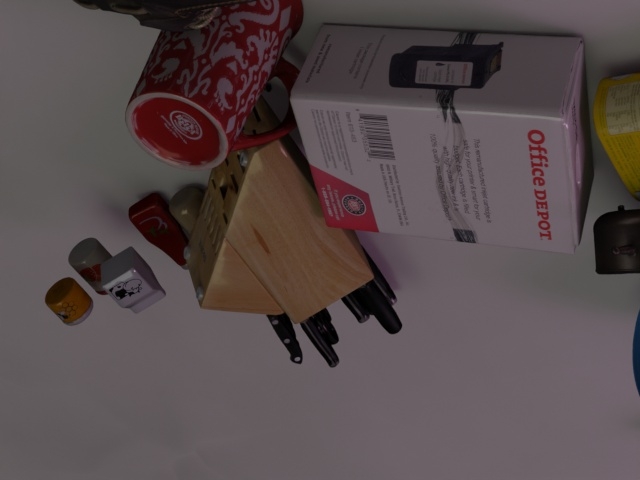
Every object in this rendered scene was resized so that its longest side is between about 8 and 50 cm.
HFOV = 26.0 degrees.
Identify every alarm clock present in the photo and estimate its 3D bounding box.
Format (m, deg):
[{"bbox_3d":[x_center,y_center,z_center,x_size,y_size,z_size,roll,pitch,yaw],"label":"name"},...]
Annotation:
[{"bbox_3d":[0.304,-0.001,1.214,0.129,0.064,0.192,-4,176,8],"label":"alarm clock"}]

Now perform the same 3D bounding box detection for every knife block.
[{"bbox_3d":[0.000,0.000,1.369,0.242,0.088,0.276,4,126,-23],"label":"knife block"}]

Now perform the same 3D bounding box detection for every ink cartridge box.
[{"bbox_3d":[0.113,-0.089,1.209,0.237,0.100,0.172,6,141,20],"label":"ink cartridge box"}]

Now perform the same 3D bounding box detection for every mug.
[{"bbox_3d":[-0.077,-0.143,1.175,0.150,0.169,0.113,26,142,-6],"label":"mug"}]

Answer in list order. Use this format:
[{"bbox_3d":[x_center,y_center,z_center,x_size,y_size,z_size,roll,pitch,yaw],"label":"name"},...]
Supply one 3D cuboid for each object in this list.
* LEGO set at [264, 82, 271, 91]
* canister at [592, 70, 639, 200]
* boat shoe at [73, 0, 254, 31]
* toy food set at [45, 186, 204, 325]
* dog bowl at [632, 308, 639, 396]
[{"bbox_3d":[-0.086,-0.148,1.302,0.083,0.023,0.054,0,142,6],"label":"LEGO set"},{"bbox_3d":[0.322,-0.094,1.126,0.169,0.073,0.126,-8,136,35],"label":"canister"},{"bbox_3d":[-0.124,-0.238,1.087,0.355,0.132,0.130,21,172,45],"label":"boat shoe"},{"bbox_3d":[-0.168,0.027,1.467,0.232,0.111,0.104,-31,125,10],"label":"toy food set"},{"bbox_3d":[0.393,0.064,1.223,0.074,0.166,0.297,12,147,-20],"label":"dog bowl"}]
